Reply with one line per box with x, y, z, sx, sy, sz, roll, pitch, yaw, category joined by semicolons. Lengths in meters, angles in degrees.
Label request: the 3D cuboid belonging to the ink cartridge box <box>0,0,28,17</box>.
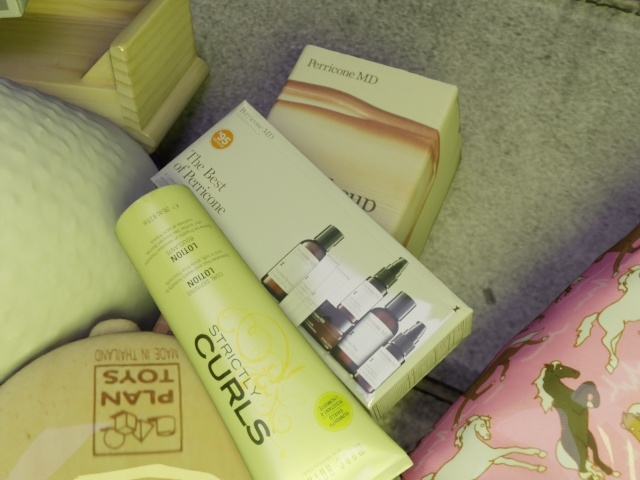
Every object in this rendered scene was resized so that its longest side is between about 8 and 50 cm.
-0.344;-0.263;0.790;0.145;0.045;0.179;-5;43;-4;ink cartridge box

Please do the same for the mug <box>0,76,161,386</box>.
-0.324;-0.034;0.615;0.276;0.328;0.374;-38;77;12;mug

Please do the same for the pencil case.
0.238;0.103;0.613;0.386;0.160;0.167;-43;100;-12;pencil case

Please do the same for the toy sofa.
-0.309;-0.170;0.848;0.363;0.177;0.150;8;43;13;toy sofa

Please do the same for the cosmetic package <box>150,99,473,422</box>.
-0.010;0.009;0.605;0.099;0.060;0.239;-42;68;-12;cosmetic package

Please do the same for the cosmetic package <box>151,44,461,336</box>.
0.000;0.000;0.712;0.153;0.129;0.296;18;69;17;cosmetic package

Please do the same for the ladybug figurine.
-0.125;0.278;0.554;0.305;0.162;0.449;2;75;-16;ladybug figurine

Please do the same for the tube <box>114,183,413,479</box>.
-0.047;0.069;0.538;0.070;0.062;0.240;-45;70;27;tube
